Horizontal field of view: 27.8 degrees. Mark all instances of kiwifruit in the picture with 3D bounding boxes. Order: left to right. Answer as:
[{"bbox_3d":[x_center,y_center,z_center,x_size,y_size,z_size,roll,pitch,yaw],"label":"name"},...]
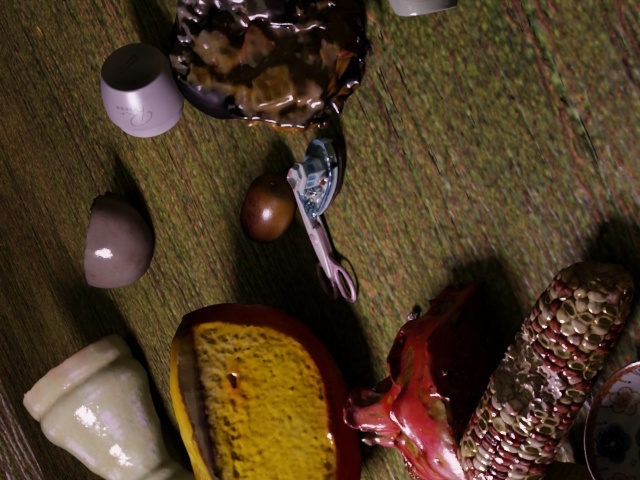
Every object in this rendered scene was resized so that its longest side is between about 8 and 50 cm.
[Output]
[{"bbox_3d":[-0.068,-0.043,1.710,0.075,0.075,0.124,54,154,20],"label":"kiwifruit"}]

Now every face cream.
[{"bbox_3d":[-0.252,-0.212,1.829,0.117,0.117,0.104,46,166,31],"label":"face cream"}]

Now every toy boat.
[{"bbox_3d":[-0.009,-0.078,1.588,0.059,0.066,0.140,55,150,25],"label":"toy boat"}]

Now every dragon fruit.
[{"bbox_3d":[0.117,0.199,1.468,0.211,0.134,0.262,-14,96,48],"label":"dragon fruit"}]

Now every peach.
[{"bbox_3d":[-0.077,0.241,1.784,0.380,0.242,0.306,87,168,-58],"label":"peach"}]

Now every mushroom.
[{"bbox_3d":[-0.337,0.010,2.166,0.117,0.141,0.188,23,148,3],"label":"mushroom"}]

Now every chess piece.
[{"bbox_3d":[-0.342,0.414,2.409,0.442,0.234,0.234,53,150,11],"label":"chess piece"}]

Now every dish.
[{"bbox_3d":[0.330,0.189,1.236,0.141,0.078,0.141,-29,52,46],"label":"dish"}]

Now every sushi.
[{"bbox_3d":[-0.050,-0.207,1.429,0.200,0.204,0.213,30,110,9],"label":"sushi"}]

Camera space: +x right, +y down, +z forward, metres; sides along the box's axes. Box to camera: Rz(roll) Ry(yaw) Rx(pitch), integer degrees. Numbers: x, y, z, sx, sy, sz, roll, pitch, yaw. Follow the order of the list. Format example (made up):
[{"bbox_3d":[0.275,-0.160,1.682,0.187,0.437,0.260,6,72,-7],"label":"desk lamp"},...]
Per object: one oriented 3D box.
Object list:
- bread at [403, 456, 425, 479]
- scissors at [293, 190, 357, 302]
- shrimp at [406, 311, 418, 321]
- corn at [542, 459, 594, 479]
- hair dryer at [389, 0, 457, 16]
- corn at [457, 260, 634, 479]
[{"bbox_3d":[0.167,0.307,1.606,0.193,0.064,0.193,44,149,36],"label":"bread"},{"bbox_3d":[0.000,0.000,1.680,0.085,0.022,0.176,8,122,61],"label":"scissors"},{"bbox_3d":[0.112,0.117,1.585,0.038,0.029,0.092,56,146,32],"label":"shrimp"},{"bbox_3d":[0.317,0.296,1.274,0.344,0.131,0.131,-2,111,60],"label":"corn"},{"bbox_3d":[0.139,-0.312,1.172,0.237,0.075,0.206,9,113,48],"label":"hair dryer"},{"bbox_3d":[0.222,0.137,1.279,0.098,0.098,0.290,44,128,33],"label":"corn"}]
